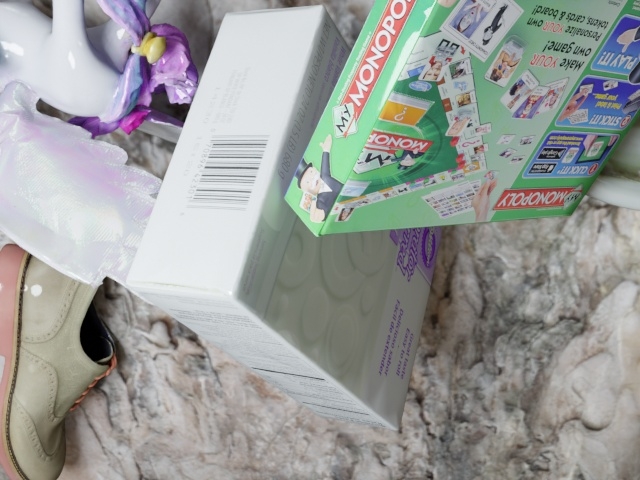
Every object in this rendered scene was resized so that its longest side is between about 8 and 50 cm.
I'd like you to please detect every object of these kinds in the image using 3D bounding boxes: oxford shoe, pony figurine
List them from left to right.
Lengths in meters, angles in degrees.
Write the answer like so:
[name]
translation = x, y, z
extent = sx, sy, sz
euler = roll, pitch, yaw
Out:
[oxford shoe]
translation = -0.308, 0.167, 0.954
extent = 0.130, 0.123, 0.348
euler = 4, 124, -9
[pony figurine]
translation = -0.210, -0.142, 0.690
extent = 0.351, 0.303, 0.364
euler = 19, 115, 10

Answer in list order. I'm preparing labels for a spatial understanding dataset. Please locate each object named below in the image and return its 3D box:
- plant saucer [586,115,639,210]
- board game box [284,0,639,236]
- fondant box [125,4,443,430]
[plant saucer]
translation = 0.341, -0.217, 0.712
extent = 0.400, 0.100, 0.401
euler = 0, 123, 0
[board game box]
translation = 0.143, -0.106, 0.591
extent = 0.317, 0.046, 0.214
euler = -5, 133, -43
[fondant box]
translation = 0.000, 0.000, 0.697
extent = 0.096, 0.238, 0.330
euler = 4, 155, 27
